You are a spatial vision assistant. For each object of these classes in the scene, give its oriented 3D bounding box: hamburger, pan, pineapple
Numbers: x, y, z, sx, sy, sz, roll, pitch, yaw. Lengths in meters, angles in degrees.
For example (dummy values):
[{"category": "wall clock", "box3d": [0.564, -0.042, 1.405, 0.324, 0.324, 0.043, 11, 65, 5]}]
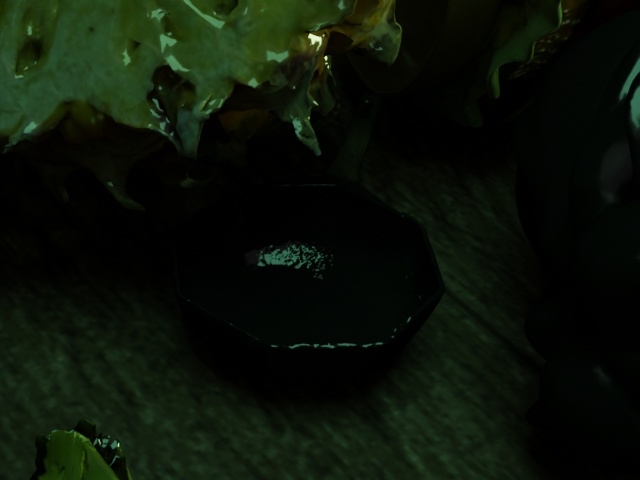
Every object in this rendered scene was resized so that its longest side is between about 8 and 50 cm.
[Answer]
[{"category": "hamburger", "box3d": [0.132, -0.205, 0.813, 0.212, 0.274, 0.274, -4, 39, -18]}, {"category": "pan", "box3d": [0.014, 0.007, 0.698, 0.128, 0.048, 0.202, 30, 44, 25]}, {"category": "pineapple", "box3d": [-0.049, -0.118, 0.747, 0.344, 0.286, 0.209, -32, 86, 0]}]

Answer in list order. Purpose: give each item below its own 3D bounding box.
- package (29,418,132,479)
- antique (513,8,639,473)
[{"category": "package", "box3d": [-0.063, 0.182, 0.375, 0.168, 0.090, 0.226, -35, 96, -36]}, {"category": "antique", "box3d": [0.212, -0.001, 0.638, 0.255, 0.185, 0.322, 7, 31, -9]}]
